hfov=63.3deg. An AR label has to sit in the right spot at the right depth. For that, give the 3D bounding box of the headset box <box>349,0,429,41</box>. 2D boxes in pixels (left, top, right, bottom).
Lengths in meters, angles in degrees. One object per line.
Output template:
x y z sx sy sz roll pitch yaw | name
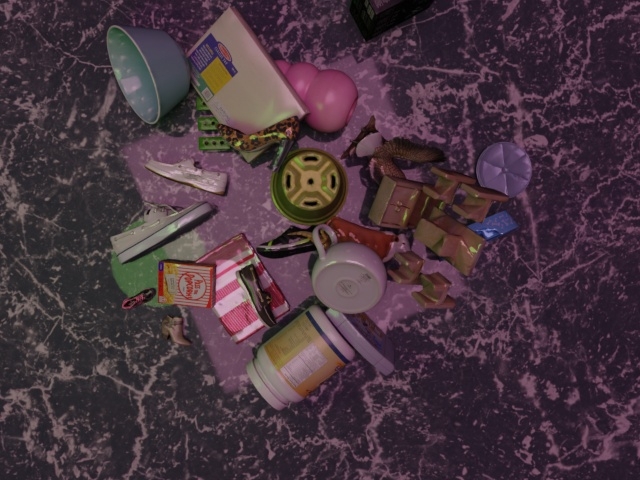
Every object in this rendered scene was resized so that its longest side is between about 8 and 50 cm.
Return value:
0.257 -0.812 1.700 0.283 0.246 0.131 -28 93 -1 | headset box

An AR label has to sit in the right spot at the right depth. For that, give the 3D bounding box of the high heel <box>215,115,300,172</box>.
-0.194 -0.355 1.631 0.261 0.093 0.186 32 108 8 | high heel

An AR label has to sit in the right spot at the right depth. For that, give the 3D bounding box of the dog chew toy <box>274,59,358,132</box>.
-0.046 -0.495 1.727 0.332 0.206 0.206 25 91 5 | dog chew toy

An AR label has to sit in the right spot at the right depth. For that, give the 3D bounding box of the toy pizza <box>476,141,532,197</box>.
0.649 -0.248 1.844 0.201 0.032 0.201 0 91 -4 | toy pizza

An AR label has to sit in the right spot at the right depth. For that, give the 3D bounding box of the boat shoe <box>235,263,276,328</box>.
-0.205 0.189 1.759 0.069 0.081 0.227 -29 92 5 | boat shoe

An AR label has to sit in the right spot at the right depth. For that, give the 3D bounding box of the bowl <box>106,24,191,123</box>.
-0.534 -0.551 1.672 0.163 0.311 0.311 -33 93 -30 | bowl

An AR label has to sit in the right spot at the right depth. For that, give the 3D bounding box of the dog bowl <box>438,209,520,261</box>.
0.531 -0.018 1.788 0.297 0.166 0.074 -23 81 -1 | dog bowl

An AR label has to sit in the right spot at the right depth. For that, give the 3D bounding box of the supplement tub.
-0.067 0.390 1.733 0.316 0.228 0.228 -39 93 -1 | supplement tub

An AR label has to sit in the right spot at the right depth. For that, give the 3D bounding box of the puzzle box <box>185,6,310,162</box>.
-0.251 -0.496 1.679 0.272 0.052 0.409 -34 92 28 | puzzle box

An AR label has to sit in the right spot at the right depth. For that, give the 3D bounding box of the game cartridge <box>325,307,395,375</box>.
0.142 0.310 1.756 0.062 0.198 0.297 -43 94 11 | game cartridge

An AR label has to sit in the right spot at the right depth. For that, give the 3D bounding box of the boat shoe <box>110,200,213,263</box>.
-0.550 -0.071 1.755 0.367 0.136 0.156 -29 90 8 | boat shoe

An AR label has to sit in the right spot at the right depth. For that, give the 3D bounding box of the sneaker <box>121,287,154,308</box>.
-0.630 0.204 1.788 0.119 0.057 0.047 -29 91 -3 | sneaker

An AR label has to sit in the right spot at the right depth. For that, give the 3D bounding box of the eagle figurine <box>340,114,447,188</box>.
0.249 -0.277 1.751 0.298 0.226 0.225 41 69 2 | eagle figurine

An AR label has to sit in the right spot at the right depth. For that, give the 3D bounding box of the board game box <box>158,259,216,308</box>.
-0.455 0.147 1.775 0.193 0.045 0.146 4 101 7 | board game box

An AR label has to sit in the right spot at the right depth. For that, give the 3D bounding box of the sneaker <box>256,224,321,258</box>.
-0.108 -0.002 1.808 0.235 0.084 0.097 -9 68 -3 | sneaker

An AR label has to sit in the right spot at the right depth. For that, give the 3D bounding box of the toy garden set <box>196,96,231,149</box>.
-0.318 -0.434 1.788 0.204 0.049 0.244 -2 91 -1 | toy garden set

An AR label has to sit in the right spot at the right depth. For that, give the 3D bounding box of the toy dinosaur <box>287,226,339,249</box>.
0.000 0.000 1.719 0.211 0.064 0.112 36 100 2 | toy dinosaur

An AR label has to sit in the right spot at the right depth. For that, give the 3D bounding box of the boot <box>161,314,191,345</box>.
-0.496 0.310 1.805 0.118 0.042 0.087 18 89 -3 | boot

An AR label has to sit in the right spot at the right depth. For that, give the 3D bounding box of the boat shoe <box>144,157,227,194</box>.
-0.451 -0.236 1.766 0.277 0.098 0.096 17 91 -12 | boat shoe

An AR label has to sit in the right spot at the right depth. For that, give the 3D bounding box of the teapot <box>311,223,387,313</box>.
0.093 0.091 1.645 0.252 0.187 0.256 8 127 6 | teapot

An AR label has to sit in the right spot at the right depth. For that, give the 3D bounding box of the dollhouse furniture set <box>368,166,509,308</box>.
0.372 -0.041 1.608 0.256 0.394 0.362 5 115 -33 | dollhouse furniture set

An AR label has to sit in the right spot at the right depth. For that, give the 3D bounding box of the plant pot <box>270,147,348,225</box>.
-0.034 -0.186 1.704 0.276 0.254 0.276 0 91 -2 | plant pot

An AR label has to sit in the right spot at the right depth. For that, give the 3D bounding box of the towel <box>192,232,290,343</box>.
-0.286 0.168 1.813 0.237 0.037 0.329 -33 93 0 | towel

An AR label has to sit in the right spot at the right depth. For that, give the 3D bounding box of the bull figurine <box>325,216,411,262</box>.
0.152 0.028 1.794 0.310 0.101 0.188 20 93 -1 | bull figurine
